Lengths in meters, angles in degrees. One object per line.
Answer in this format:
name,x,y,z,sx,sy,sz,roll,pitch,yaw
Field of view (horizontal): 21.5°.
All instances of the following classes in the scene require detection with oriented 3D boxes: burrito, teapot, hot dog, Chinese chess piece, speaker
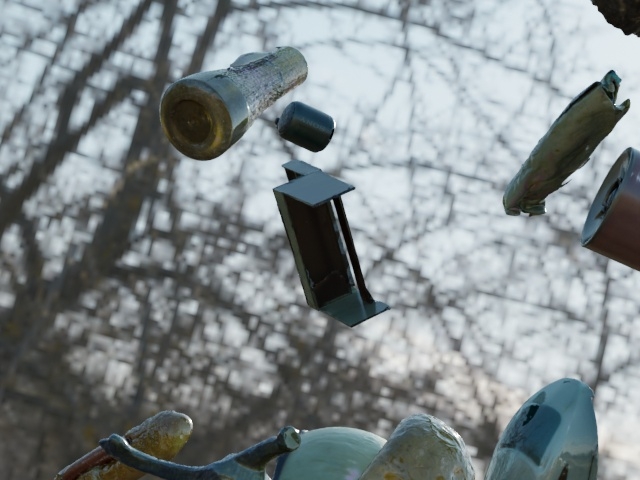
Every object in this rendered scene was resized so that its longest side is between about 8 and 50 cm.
burrito,0.362,-0.139,2.491,0.096,0.066,0.309,-9,-31,-34
teapot,0.122,0.326,2.048,0.167,0.203,0.311,36,4,5
hot dog,-0.218,0.235,1.780,0.047,0.066,0.216,39,-48,-25
Chinese chess piece,0.010,0.427,2.294,0.146,0.349,0.349,9,-11,15
speaker,-0.029,-0.158,2.454,0.075,0.060,0.094,24,-31,-21

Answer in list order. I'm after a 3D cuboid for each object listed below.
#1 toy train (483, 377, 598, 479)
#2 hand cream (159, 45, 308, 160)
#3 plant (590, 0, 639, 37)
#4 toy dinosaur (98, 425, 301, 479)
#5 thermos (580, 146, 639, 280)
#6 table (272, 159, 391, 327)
toy train,0.151,0.310,1.348,0.088,0.406,0.086,4,4,-28
hand cream,-0.074,-0.149,1.699,0.084,0.084,0.203,8,25,30
plant,0.452,-0.374,2.262,0.129,0.194,0.132,49,29,19
toy dinosaur,-0.060,0.244,1.459,0.188,0.075,0.247,-17,-58,43
thermos,0.484,0.009,2.214,0.265,0.176,0.146,27,32,-2
table,0.000,0.000,1.854,0.062,0.146,0.175,-23,20,-19
